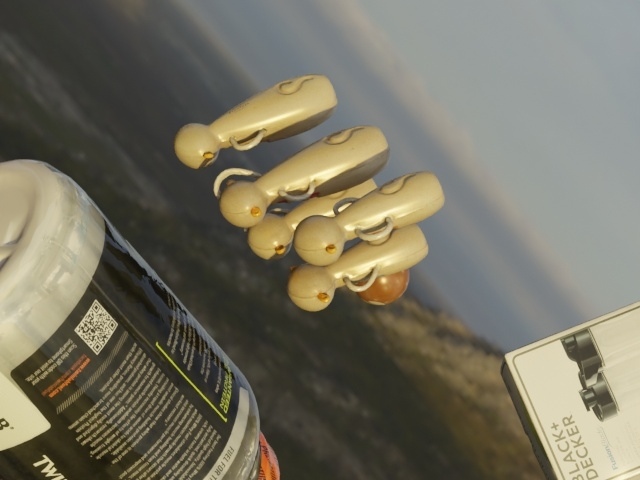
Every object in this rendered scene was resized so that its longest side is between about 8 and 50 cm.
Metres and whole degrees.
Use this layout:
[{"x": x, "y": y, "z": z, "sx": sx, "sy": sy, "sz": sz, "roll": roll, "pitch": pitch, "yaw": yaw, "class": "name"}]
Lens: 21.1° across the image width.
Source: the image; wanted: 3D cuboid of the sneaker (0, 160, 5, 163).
[{"x": -0.317, "y": -0.048, "z": 1.691, "sx": 0.064, "sy": 0.086, "sz": 0.192, "roll": 58, "pitch": -15, "yaw": -9, "class": "sneaker"}]

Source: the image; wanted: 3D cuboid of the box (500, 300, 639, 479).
[{"x": 0.348, "y": 0.148, "z": 1.764, "sx": 0.087, "sy": 0.290, "sz": 0.169, "roll": 78, "pitch": -9, "yaw": -74, "class": "box"}]

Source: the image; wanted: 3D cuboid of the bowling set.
[{"x": 0.000, "y": 0.000, "z": 1.486, "sx": 0.287, "sy": 0.154, "sz": 0.200, "roll": 46, "pitch": -23, "yaw": 57, "class": "bowling set"}]

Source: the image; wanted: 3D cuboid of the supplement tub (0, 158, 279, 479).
[{"x": -0.185, "y": 0.116, "z": 1.339, "sx": 0.338, "sy": 0.207, "sz": 0.207, "roll": 52, "pitch": 2, "yaw": -35, "class": "supplement tub"}]
